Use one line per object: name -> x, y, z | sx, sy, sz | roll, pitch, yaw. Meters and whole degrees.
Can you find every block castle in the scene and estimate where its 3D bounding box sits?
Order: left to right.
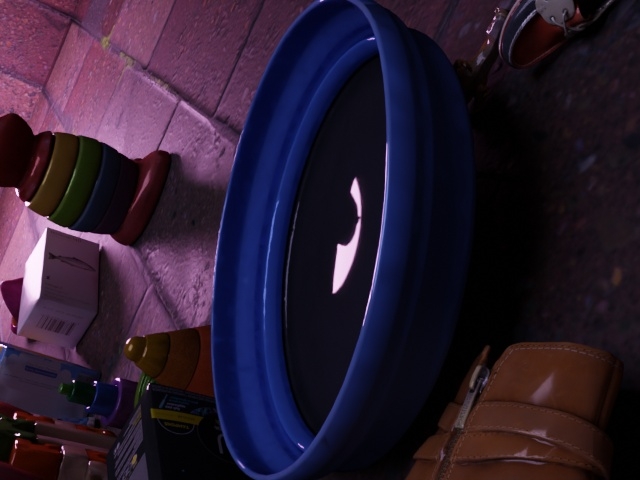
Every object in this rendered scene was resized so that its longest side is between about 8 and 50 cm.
block castle -> -0.371, 0.362, 0.955 | 0.453, 0.213, 0.302 | -4, 68, 70

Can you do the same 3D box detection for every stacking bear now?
stacking bear -> -0.417, -0.110, 1.329 | 0.175, 0.289, 0.164 | -5, 67, 59

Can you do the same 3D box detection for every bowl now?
bowl -> 0.000, 0.000, 0.687 | 0.391, 0.077, 0.390 | -171, 90, -68

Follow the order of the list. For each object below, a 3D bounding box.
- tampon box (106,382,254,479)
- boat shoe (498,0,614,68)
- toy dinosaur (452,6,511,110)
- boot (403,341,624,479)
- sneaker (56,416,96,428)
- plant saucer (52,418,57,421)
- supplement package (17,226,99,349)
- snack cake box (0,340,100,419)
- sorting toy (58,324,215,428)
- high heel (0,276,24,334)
tampon box -> -0.117, 0.231, 0.762 | 0.101, 0.121, 0.161 | -58, 30, 22
boat shoe -> 0.182, -0.172, 0.592 | 0.137, 0.049, 0.043 | -46, 38, 28
toy dinosaur -> 0.094, -0.108, 0.705 | 0.211, 0.064, 0.112 | -33, 32, 43
boot -> 0.063, 0.171, 0.516 | 0.283, 0.109, 0.220 | -29, 39, 64
sneaker -> -0.397, 0.304, 1.249 | 0.162, 0.073, 0.063 | -47, 36, 35
plant saucer -> -0.448, 0.330, 1.383 | 0.083, 0.013, 0.083 | -39, 40, 42
supplement package -> -0.460, 0.083, 1.471 | 0.105, 0.105, 0.179 | -52, 34, 30
snack cake box -> -0.476, 0.224, 1.357 | 0.264, 0.152, 0.089 | -4, 68, 59
sorting toy -> -0.218, 0.162, 0.980 | 0.366, 0.126, 0.127 | -26, 50, 51
high heel -> -0.628, 0.137, 1.714 | 0.244, 0.117, 0.082 | -24, 51, 52
